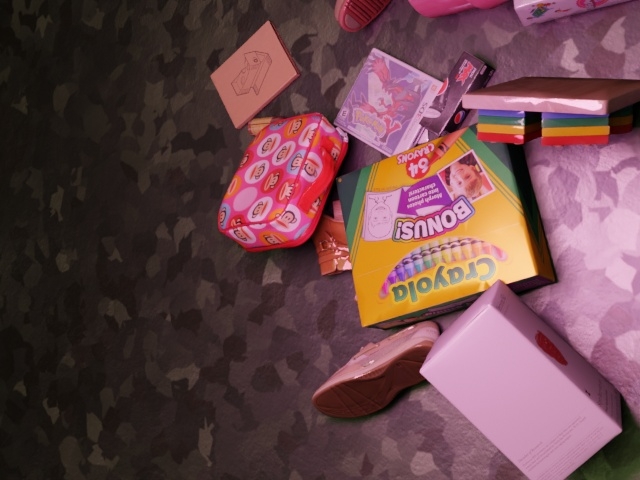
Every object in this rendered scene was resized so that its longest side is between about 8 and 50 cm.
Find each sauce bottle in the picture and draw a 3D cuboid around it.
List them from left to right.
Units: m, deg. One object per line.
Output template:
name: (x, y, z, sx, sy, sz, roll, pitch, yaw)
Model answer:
sauce bottle: (-0.103, -0.256, 2.113, 0.128, 0.042, 0.042, 1, 84, 34)

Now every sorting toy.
sorting toy: (0.418, -0.223, 1.644, 0.255, 0.257, 0.090, 9, 110, 36)

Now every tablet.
tablet: (0.183, -0.222, 1.937, 0.083, 0.006, 0.054, -7, 79, 33)

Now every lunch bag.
lunch bag: (-0.066, -0.124, 1.945, 0.258, 0.120, 0.293, -9, 51, 47)

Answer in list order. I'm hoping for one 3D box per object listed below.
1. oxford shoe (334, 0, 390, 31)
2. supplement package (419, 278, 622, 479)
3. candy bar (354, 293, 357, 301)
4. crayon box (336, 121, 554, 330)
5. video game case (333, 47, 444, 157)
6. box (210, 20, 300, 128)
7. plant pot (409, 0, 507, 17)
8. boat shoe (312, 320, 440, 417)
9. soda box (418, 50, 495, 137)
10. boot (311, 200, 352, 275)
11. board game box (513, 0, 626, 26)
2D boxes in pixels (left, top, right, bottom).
oxford shoe: (0.107, -0.603, 1.979, 0.130, 0.123, 0.348, 26, 88, 36)
supplement package: (0.342, 0.241, 1.604, 0.293, 0.177, 0.175, 43, 110, 3)
candy bar: (0.107, 0.059, 1.943, 0.040, 0.018, 0.162, 23, 97, 35)
crayon box: (0.227, -0.025, 1.806, 0.362, 0.106, 0.313, -20, 68, 28)
video game case: (0.141, -0.280, 1.957, 0.201, 0.023, 0.183, 35, 102, 34)
box: (-0.153, -0.381, 2.176, 0.201, 0.021, 0.164, -38, 64, 25)
plant pot: (0.262, -0.524, 1.824, 0.180, 0.201, 0.201, -19, 73, 47)
boat shoe: (0.113, 0.256, 1.874, 0.302, 0.109, 0.098, -34, 27, 26)
soda box: (0.268, -0.283, 1.860, 0.060, 0.053, 0.169, 39, 105, 31)
boot: (0.000, 0.000, 1.994, 0.197, 0.073, 0.153, -8, 83, 35)
board game box: (0.490, -0.538, 1.694, 0.303, 0.097, 0.224, -10, 77, 22)
